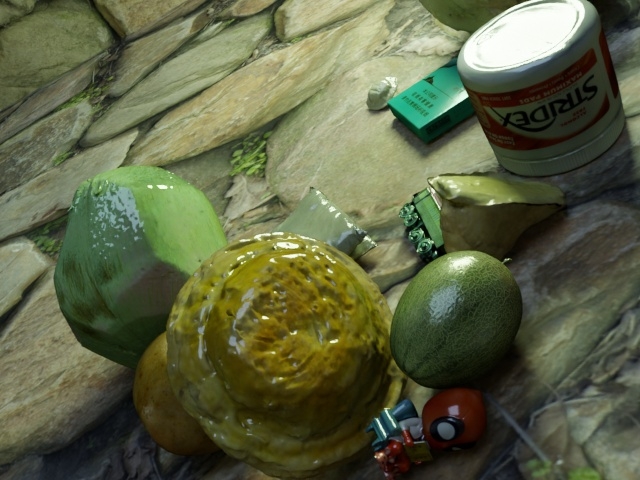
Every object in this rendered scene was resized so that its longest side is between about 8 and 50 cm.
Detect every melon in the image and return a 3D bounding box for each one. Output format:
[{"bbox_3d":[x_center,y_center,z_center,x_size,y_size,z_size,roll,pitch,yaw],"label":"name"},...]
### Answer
[{"bbox_3d":[0.163,0.088,0.794,0.192,0.139,0.139,-47,36,-15],"label":"melon"}]

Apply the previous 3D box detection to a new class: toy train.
[{"bbox_3d":[0.164,-0.022,1.011,0.071,0.038,0.148,-28,36,10],"label":"toy train"}]

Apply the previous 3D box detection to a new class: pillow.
[{"bbox_3d":[0.000,0.000,1.090,0.134,0.078,0.181,-41,38,-4],"label":"pillow"}]

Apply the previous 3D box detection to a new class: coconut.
[{"bbox_3d":[-0.269,0.056,1.055,0.328,0.328,0.281,-4,2,37],"label":"coconut"}]

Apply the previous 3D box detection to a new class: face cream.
[{"bbox_3d":[0.324,-0.227,0.991,0.201,0.187,0.201,-22,37,18],"label":"face cream"}]

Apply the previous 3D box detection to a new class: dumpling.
[{"bbox_3d":[0.127,-0.297,1.371,0.077,0.043,0.059,-26,57,8],"label":"dumpling"}]

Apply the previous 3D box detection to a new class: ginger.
[{"bbox_3d":[0.250,-0.027,0.919,0.193,0.122,0.115,-3,13,-12],"label":"ginger"}]

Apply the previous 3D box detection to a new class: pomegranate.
[{"bbox_3d":[-0.158,0.185,0.912,0.196,0.196,0.196,-22,36,18],"label":"pomegranate"}]

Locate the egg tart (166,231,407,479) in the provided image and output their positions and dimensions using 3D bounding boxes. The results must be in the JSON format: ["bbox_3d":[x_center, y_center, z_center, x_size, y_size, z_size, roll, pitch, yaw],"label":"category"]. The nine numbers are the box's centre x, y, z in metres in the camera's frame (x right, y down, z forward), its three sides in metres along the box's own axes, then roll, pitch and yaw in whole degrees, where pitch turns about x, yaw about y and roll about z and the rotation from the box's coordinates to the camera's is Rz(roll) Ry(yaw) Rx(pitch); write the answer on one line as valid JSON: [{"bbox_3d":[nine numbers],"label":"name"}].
[{"bbox_3d":[-0.032,0.116,0.806,0.319,0.319,0.128,-58,-4,-30],"label":"egg tart"}]

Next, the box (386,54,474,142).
[{"bbox_3d":[0.251,-0.281,1.243,0.226,0.042,0.161,-33,34,2],"label":"box"}]

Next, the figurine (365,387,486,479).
[{"bbox_3d":[0.123,0.209,0.750,0.140,0.068,0.075,-26,32,2],"label":"figurine"}]

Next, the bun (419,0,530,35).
[{"bbox_3d":[0.365,-0.497,1.256,0.360,0.211,0.360,-23,18,8],"label":"bun"}]
